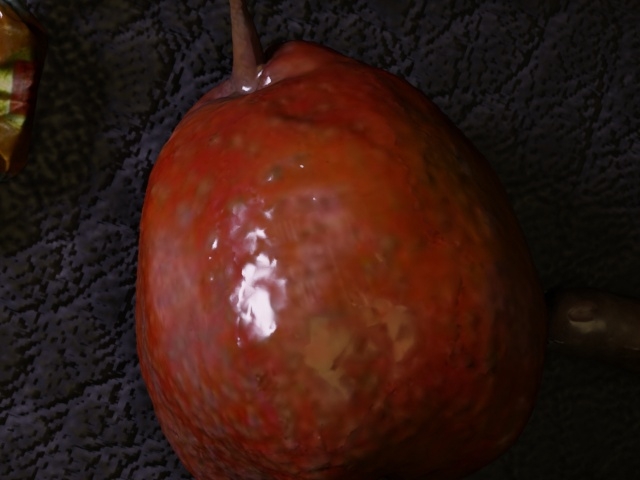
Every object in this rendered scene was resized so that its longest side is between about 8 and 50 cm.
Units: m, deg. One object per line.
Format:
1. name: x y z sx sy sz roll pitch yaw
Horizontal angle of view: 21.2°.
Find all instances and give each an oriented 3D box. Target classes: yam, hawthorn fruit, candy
1. yam: 0.245 0.072 0.988 0.264 0.046 0.046 15 89 -14
2. hawthorn fruit: 0.000 0.000 0.850 0.210 0.210 0.262 -13 88 -12
3. candy: -0.169 -0.085 0.886 0.053 0.046 0.182 13 91 -11
